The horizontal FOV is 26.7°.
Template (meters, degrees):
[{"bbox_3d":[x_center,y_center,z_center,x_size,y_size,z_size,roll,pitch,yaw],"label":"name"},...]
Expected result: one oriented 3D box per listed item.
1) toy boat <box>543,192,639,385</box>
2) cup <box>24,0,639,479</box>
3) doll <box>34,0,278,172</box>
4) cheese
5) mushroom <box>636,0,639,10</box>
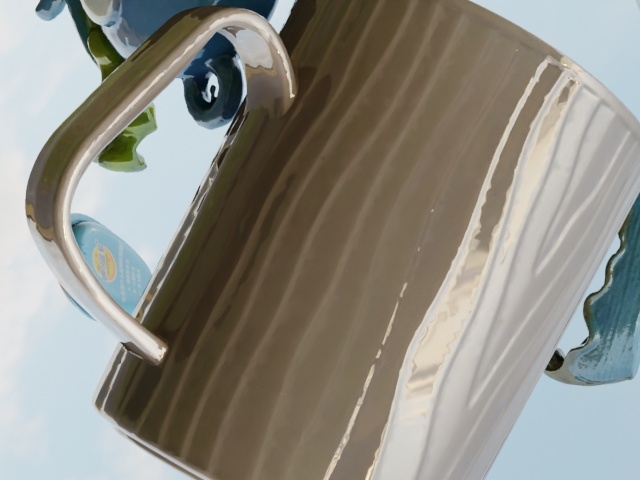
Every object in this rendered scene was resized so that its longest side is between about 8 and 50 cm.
[{"bbox_3d":[0.223,0.031,1.039,0.077,0.075,0.185,20,-67,26],"label":"toy boat"},{"bbox_3d":[0.015,0.007,0.694,0.208,0.288,0.273,24,-99,29],"label":"cup"},{"bbox_3d":[-0.093,-0.228,0.758,0.346,0.099,0.341,-17,-89,44],"label":"doll"},{"bbox_3d":[-0.174,0.047,1.280,0.037,0.256,0.106,-19,-120,25],"label":"cheese"},{"bbox_3d":[0.473,-0.295,1.318,0.352,0.260,0.352,-8,-145,6],"label":"mushroom"}]
